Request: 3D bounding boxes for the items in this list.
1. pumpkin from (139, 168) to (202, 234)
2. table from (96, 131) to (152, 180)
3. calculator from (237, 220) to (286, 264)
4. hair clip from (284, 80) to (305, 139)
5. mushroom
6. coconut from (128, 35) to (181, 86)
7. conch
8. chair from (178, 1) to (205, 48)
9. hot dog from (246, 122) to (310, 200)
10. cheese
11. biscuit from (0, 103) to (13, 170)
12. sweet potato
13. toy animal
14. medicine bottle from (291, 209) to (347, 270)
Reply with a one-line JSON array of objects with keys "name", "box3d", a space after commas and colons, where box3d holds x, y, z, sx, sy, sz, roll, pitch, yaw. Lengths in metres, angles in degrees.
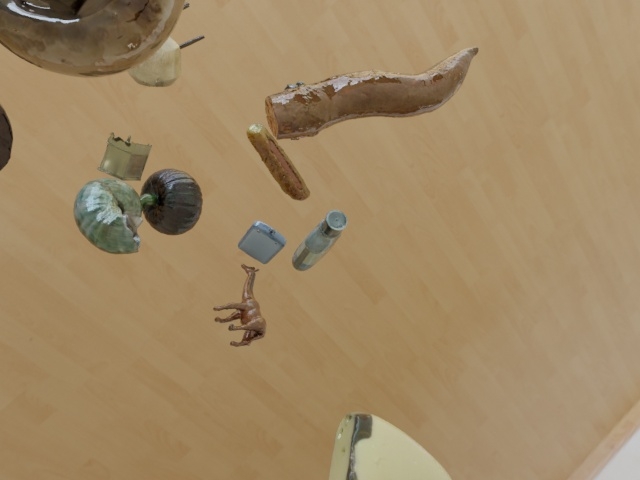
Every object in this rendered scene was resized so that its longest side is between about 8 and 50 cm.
[{"name": "pumpkin", "box3d": [-0.562, -0.139, 1.695, 0.248, 0.248, 0.247, -6, 107, -21]}, {"name": "table", "box3d": [-0.411, -0.176, 0.988, 0.062, 0.079, 0.083, 25, 100, 4]}, {"name": "calculator", "box3d": [-0.185, 0.009, 1.473, 0.121, 0.210, 0.039, 33, 56, -11]}, {"name": "hair clip", "box3d": [-0.107, -0.473, 1.784, 0.110, 0.358, 0.095, -33, 82, -11]}, {"name": "mushroom", "box3d": [-0.404, -0.455, 0.753, 0.363, 0.294, 0.361, 0, 92, -1]}, {"name": "coconut", "box3d": [-0.492, -0.542, 1.377, 0.161, 0.161, 0.162, -8, 126, -20]}, {"name": "conch", "box3d": [-0.593, -0.072, 1.339, 0.195, 0.277, 0.220, -46, 117, -23]}, {"name": "chair", "box3d": [-0.543, -0.702, 1.504, 0.272, 0.166, 0.188, -24, 75, -2]}, {"name": "hot dog", "box3d": [-0.123, -0.219, 1.366, 0.061, 0.088, 0.285, -52, 126, -20]}, {"name": "cheese", "box3d": [0.124, 0.287, 0.513, 0.252, 0.127, 0.054, 31, 123, -9]}, {"name": "biscuit", "box3d": [-1.120, -0.315, 1.339, 0.408, 0.091, 0.407, -23, 138, -22]}, {"name": "sweet potato", "box3d": [0.074, -0.169, 0.544, 0.282, 0.067, 0.059, -15, 140, -16]}, {"name": "toy animal", "box3d": [-0.209, 0.170, 1.292, 0.066, 0.224, 0.230, -48, 163, 32]}, {"name": "medicine bottle", "box3d": [0.000, 0.000, 0.941, 0.053, 0.208, 0.090, 46, 63, 3]}]
